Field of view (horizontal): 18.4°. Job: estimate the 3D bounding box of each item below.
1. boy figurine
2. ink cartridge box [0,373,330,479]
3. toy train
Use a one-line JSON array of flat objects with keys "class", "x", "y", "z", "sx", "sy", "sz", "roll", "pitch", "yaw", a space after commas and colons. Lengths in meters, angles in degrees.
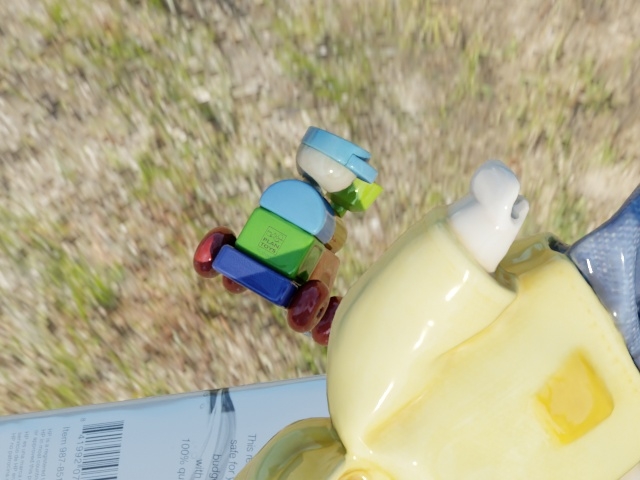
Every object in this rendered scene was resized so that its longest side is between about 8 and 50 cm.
[{"class": "boy figurine", "x": 0.070, "y": 0.053, "z": 0.697, "sx": 0.285, "sy": 0.177, "sz": 0.092, "roll": -30, "pitch": 36, "yaw": -8}, {"class": "ink cartridge box", "x": -0.082, "y": 0.228, "z": 1.365, "sx": 0.307, "sy": 0.129, "sz": 0.223, "roll": -8, "pitch": 55, "yaw": 17}, {"class": "toy train", "x": 0.000, "y": 0.000, "z": 1.558, "sx": 0.105, "sy": 0.248, "sz": 0.143, "roll": 30, "pitch": 88, "yaw": 15}]
